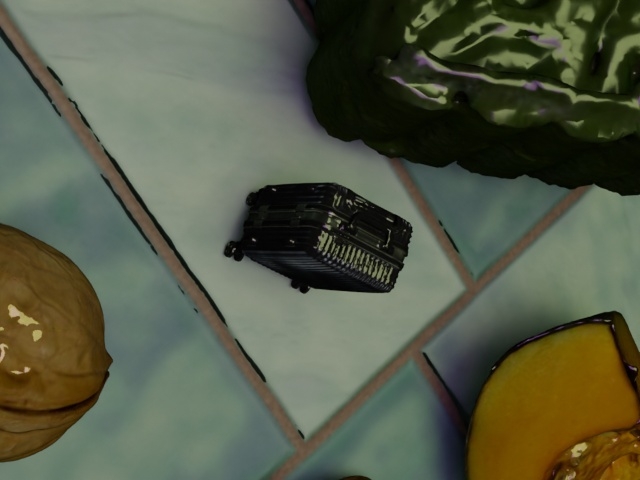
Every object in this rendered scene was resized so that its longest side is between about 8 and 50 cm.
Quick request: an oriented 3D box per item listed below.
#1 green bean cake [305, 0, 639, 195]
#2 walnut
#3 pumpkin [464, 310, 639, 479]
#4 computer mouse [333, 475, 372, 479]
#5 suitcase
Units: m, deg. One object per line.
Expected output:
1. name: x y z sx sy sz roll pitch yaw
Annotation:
1. green bean cake: 0.162 -0.208 0.869 0.335 0.218 0.319 9 84 -15
2. walnut: -0.210 0.059 0.741 0.180 0.144 0.144 20 81 -32
3. pumpkin: 0.218 0.192 1.019 0.169 0.148 0.312 -25 103 15
4. computer mouse: -0.042 0.251 0.889 0.245 0.056 0.126 -13 99 -31
5. suitcase: 0.000 0.000 0.863 0.086 0.126 0.059 26 78 -28
